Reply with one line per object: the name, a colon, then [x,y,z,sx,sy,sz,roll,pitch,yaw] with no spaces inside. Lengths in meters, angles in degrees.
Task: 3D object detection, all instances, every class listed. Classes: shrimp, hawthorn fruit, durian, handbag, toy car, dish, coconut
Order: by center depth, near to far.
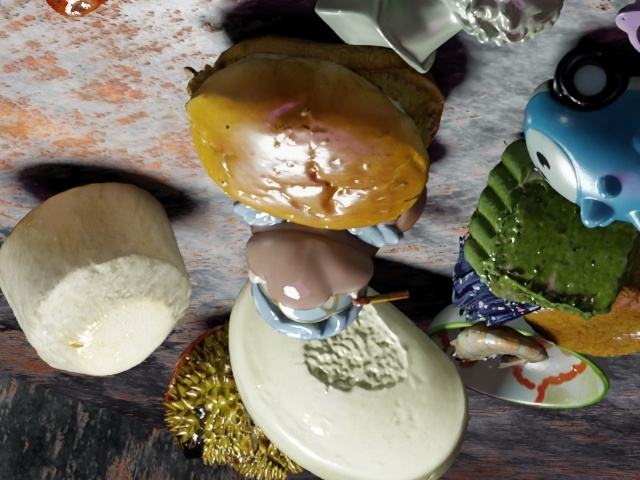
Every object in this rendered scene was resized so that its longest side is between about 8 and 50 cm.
hawthorn fruit: [-0.263,-0.290,1.621,0.093,0.093,0.093,10,160,4]
toy car: [0.353,-0.098,1.670,0.255,0.190,0.188,10,162,9]
handbag: [0.272,0.039,2.134,0.113,0.162,0.260,16,163,-16]
shrimp: [0.283,0.165,2.312,0.145,0.059,0.254,11,168,-2]
coconut: [-0.361,0.043,2.344,0.328,0.329,0.329,10,160,4]
dish: [0.341,0.165,2.508,0.324,0.124,0.324,15,155,7]
durian: [-0.137,0.312,2.865,0.347,0.348,0.384,18,-161,-18]

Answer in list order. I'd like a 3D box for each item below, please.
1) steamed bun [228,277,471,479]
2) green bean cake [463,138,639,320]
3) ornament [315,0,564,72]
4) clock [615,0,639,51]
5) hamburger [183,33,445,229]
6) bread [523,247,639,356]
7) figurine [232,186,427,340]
steamed bun: [0.027,0.259,2.524,0.456,0.290,0.371,40,167,11]
green bean cake: [0.309,-0.015,1.913,0.214,0.200,0.113,12,-157,-14]
ornament: [0.124,-0.242,1.498,0.130,0.120,0.285,25,158,-39]
clock: [0.377,-0.235,1.479,0.152,0.050,0.110,-9,152,44]
hamburger: [-0.012,-0.135,1.795,0.314,0.170,0.290,9,151,9]
bread: [0.432,0.080,2.196,0.227,0.142,0.253,32,154,-30]
figurine: [0.001,0.001,2.118,0.276,0.248,0.388,7,170,2]
